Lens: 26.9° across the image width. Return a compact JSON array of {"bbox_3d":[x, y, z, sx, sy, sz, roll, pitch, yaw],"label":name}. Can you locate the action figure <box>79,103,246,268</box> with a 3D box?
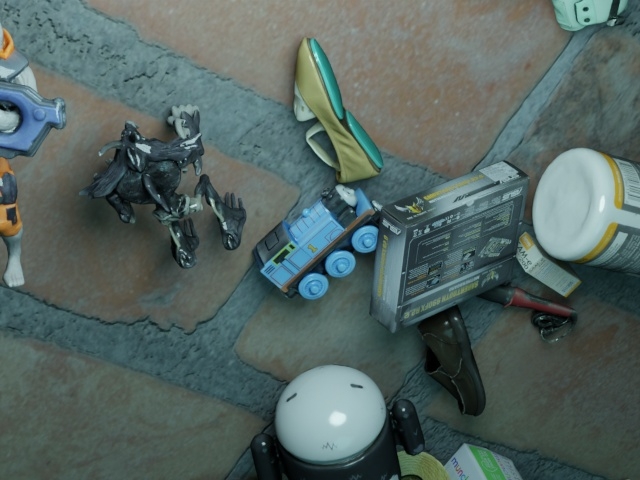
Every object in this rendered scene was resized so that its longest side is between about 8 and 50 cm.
[{"bbox_3d":[-0.197,-0.078,1.632,0.164,0.141,0.275,-29,146,3],"label":"action figure"}]

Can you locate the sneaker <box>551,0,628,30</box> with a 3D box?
[{"bbox_3d":[0.284,-0.317,1.671,0.256,0.094,0.151,-11,131,-12],"label":"sneaker"}]

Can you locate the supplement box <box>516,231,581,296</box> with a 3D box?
[{"bbox_3d":[0.331,0.036,1.970,0.098,0.062,0.036,31,111,-35],"label":"supplement box"}]

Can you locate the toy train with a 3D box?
[{"bbox_3d":[0.000,0.000,1.805,0.184,0.080,0.105,-42,123,12],"label":"toy train"}]

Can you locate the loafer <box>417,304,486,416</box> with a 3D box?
[{"bbox_3d":[0.194,0.183,2.025,0.078,0.080,0.220,-17,125,4],"label":"loafer"}]

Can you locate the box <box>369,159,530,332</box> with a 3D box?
[{"bbox_3d":[0.178,0.007,1.847,0.231,0.056,0.183,-22,134,-31],"label":"box"}]

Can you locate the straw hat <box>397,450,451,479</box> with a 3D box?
[{"bbox_3d":[0.139,0.412,2.171,0.144,0.144,0.061,-17,170,-9],"label":"straw hat"}]

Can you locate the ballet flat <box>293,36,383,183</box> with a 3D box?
[{"bbox_3d":[0.006,-0.154,1.696,0.073,0.080,0.232,-21,130,14],"label":"ballet flat"}]

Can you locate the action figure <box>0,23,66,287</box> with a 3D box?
[{"bbox_3d":[-0.448,-0.135,1.515,0.341,0.178,0.330,18,113,0],"label":"action figure"}]

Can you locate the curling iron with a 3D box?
[{"bbox_3d":[0.281,0.096,2.012,0.274,0.035,0.068,20,115,-32],"label":"curling iron"}]

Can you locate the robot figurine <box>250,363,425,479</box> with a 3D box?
[{"bbox_3d":[0.027,0.310,1.987,0.209,0.173,0.278,-41,137,-29],"label":"robot figurine"}]

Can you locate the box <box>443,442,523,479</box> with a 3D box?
[{"bbox_3d":[0.256,0.506,2.161,0.127,0.262,0.231,24,114,-33],"label":"box"}]

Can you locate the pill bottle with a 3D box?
[{"bbox_3d":[0.454,-0.028,1.906,0.278,0.162,0.162,12,119,-28],"label":"pill bottle"}]
